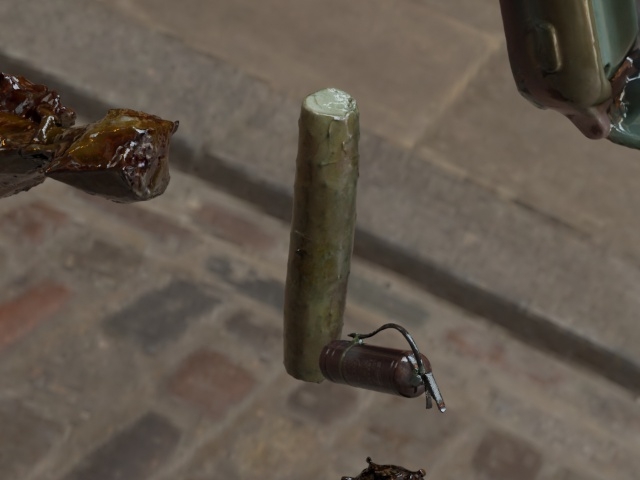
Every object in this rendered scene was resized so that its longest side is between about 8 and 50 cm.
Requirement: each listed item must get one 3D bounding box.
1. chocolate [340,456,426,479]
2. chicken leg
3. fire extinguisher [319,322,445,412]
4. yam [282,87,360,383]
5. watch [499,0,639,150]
[{"bbox_3d":[0.066,0.273,1.710,0.156,0.156,0.133,17,37,-8],"label":"chocolate"},{"bbox_3d":[-0.188,-0.057,1.131,0.113,0.093,0.304,-20,20,-31],"label":"chicken leg"},{"bbox_3d":[0.057,0.112,1.659,0.045,0.078,0.157,-21,14,-30],"label":"fire extinguisher"},{"bbox_3d":[0.000,0.000,1.852,0.071,0.317,0.067,-5,28,-18],"label":"yam"},{"bbox_3d":[0.240,-0.164,1.086,0.241,0.253,0.162,-2,24,25],"label":"watch"}]
